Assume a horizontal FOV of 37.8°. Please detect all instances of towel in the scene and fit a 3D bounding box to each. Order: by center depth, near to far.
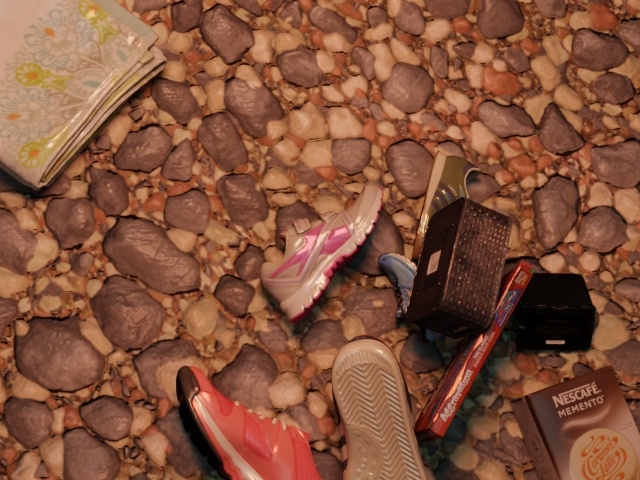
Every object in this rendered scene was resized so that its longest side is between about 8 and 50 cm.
[{"bbox_3d":[-0.478,-0.298,1.489,0.374,0.090,0.320,38,74,7],"label":"towel"}]

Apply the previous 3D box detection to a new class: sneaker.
[{"bbox_3d":[0.088,0.303,1.351,0.131,0.148,0.350,-4,97,4],"label":"sneaker"},{"bbox_3d":[-0.090,0.297,1.352,0.136,0.116,0.314,-35,86,-23],"label":"sneaker"},{"bbox_3d":[0.000,0.000,1.433,0.111,0.103,0.252,39,74,5],"label":"sneaker"},{"bbox_3d":[0.138,0.088,1.440,0.073,0.063,0.162,-37,80,-10],"label":"sneaker"},{"bbox_3d":[0.205,-0.049,1.481,0.086,0.064,0.192,14,70,5],"label":"sneaker"}]

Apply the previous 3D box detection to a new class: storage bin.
[{"bbox_3d":[0.201,0.042,1.367,0.084,0.122,0.180,23,68,-14],"label":"storage bin"}]

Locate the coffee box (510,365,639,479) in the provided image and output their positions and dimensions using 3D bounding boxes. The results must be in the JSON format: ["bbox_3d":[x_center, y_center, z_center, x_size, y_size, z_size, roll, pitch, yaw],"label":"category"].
[{"bbox_3d":[0.397,0.327,1.371,0.141,0.098,0.246,-18,76,-9],"label":"coffee box"}]

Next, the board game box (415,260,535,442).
[{"bbox_3d":[0.223,0.167,1.380,0.027,0.145,0.281,31,74,4],"label":"board game box"}]

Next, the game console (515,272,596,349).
[{"bbox_3d":[0.362,0.112,1.472,0.122,0.071,0.107,1,104,-8],"label":"game console"}]
